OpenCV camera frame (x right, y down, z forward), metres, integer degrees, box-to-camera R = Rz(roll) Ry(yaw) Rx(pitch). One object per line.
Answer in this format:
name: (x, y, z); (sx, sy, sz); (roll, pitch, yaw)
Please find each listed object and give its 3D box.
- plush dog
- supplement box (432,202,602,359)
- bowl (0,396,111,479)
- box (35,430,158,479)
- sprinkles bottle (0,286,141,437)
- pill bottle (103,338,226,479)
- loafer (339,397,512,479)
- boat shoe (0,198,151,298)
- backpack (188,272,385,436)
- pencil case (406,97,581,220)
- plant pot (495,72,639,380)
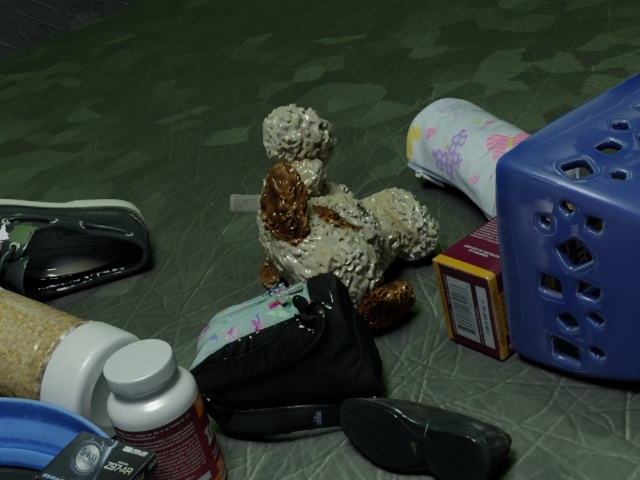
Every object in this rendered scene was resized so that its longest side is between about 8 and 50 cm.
plush dog: (0.000, 0.000, 1.166); (0.210, 0.262, 0.225); (-47, 16, 10)
supplement box: (0.218, 0.028, 1.087); (0.188, 0.104, 0.081); (-32, 33, -29)
bowl: (-0.348, 0.284, 0.877); (0.391, 0.077, 0.391); (-4, 29, 2)
box: (-0.196, 0.203, 0.896); (0.083, 0.018, 0.067); (10, 33, 26)
sprinkles bottle: (-0.362, 0.111, 1.133); (0.355, 0.121, 0.121); (16, 39, 27)
pill bottle: (-0.147, 0.172, 0.950); (0.086, 0.152, 0.086); (-11, 28, 6)
loafer: (0.094, 0.178, 0.936); (0.170, 0.062, 0.061); (14, 17, 37)
boat shoe: (-0.384, 0.024, 1.344); (0.340, 0.127, 0.113); (-4, 33, -28)
backpack: (-0.040, 0.119, 1.029); (0.182, 0.152, 0.115); (-21, 20, 15)
pencil case: (0.214, -0.098, 1.312); (0.124, 0.113, 0.273); (-32, 31, -10)
plant pot: (0.323, 0.005, 0.955); (0.236, 0.236, 0.212); (-31, 38, -28)
